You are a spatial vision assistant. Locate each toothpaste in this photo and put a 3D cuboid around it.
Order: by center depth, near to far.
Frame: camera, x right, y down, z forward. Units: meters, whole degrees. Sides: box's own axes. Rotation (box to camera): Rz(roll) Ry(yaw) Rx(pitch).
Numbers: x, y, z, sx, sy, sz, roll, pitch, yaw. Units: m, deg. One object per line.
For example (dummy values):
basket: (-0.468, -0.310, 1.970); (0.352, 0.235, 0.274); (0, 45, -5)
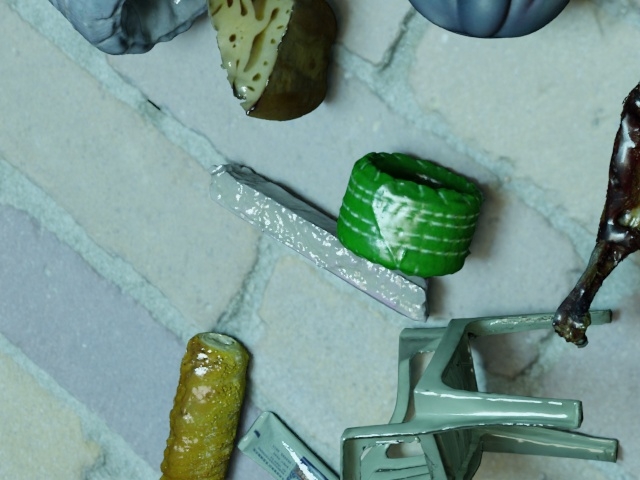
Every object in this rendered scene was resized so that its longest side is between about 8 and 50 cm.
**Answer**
toothpaste: (0.010, 0.271, 1.391); (0.233, 0.038, 0.060); (40, 115, 16)

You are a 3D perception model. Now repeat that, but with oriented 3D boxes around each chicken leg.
chicken leg: (0.260, -0.030, 1.132); (0.051, 0.106, 0.253); (22, 98, 29)

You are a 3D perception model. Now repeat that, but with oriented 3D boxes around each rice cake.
rice cake: (0.000, -0.001, 1.311); (0.270, 0.055, 0.049); (31, 115, 17)

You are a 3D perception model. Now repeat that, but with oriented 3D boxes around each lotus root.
lotus root: (-0.034, -0.194, 1.235); (0.095, 0.135, 0.159); (-28, 76, 30)

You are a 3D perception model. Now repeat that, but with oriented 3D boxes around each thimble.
thimble: (0.084, -0.023, 1.226); (0.130, 0.118, 0.090); (13, 107, -4)
thimble: (-0.174, -0.305, 1.233); (0.172, 0.205, 0.236); (47, 120, 11)

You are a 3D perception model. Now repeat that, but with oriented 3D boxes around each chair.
chair: (0.125, 0.181, 1.213); (0.275, 0.203, 0.190); (0, 115, 23)

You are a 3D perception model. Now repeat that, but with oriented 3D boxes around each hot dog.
hot dog: (-0.138, 0.237, 1.442); (0.083, 0.068, 0.289); (18, 110, 15)

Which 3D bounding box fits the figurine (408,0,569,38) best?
figurine: (0.146, -0.297, 1.075); (0.175, 0.197, 0.265); (20, 95, 24)
